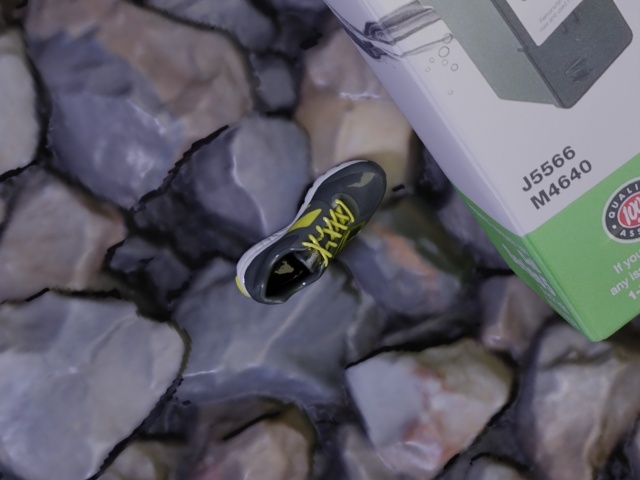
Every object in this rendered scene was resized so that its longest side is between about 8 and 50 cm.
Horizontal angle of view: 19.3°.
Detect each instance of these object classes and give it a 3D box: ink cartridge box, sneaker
[{"bbox_3d":[0.103,-0.130,0.767,0.198,0.115,0.273,-37,112,0],"label":"ink cartridge box"},{"bbox_3d":[0.000,0.000,0.827,0.083,0.035,0.031,-45,113,3],"label":"sneaker"}]
